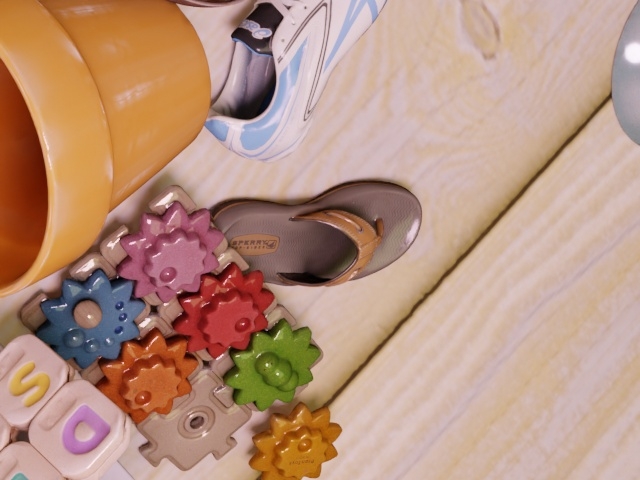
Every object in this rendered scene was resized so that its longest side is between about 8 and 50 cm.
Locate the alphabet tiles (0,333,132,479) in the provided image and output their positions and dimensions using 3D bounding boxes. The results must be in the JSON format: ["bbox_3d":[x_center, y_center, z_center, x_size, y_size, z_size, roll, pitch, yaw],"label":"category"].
[{"bbox_3d":[-0.256,0.194,1.063,0.284,0.278,0.021,-48,138,-10],"label":"alphabet tiles"}]

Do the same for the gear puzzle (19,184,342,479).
[{"bbox_3d":[-0.086,0.115,1.294,0.175,0.044,0.339,-40,131,-1],"label":"gear puzzle"}]

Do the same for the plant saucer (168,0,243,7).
[{"bbox_3d":[-0.110,-0.224,1.091,0.168,0.168,0.029,12,144,-41],"label":"plant saucer"}]

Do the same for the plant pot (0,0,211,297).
[{"bbox_3d":[-0.180,-0.089,1.060,0.188,0.205,0.205,-29,128,-46],"label":"plant pot"}]

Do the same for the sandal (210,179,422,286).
[{"bbox_3d":[0.000,0.000,1.320,0.219,0.060,0.090,-1,111,-38],"label":"sandal"}]

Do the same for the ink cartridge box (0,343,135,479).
[{"bbox_3d":[-0.213,0.185,1.163,0.127,0.176,0.128,-43,130,-11],"label":"ink cartridge box"}]

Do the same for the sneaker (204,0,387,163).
[{"bbox_3d":[-0.013,-0.172,1.213,0.086,0.085,0.237,22,95,-47],"label":"sneaker"}]

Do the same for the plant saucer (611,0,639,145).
[{"bbox_3d":[0.362,-0.174,1.539,0.195,0.037,0.195,-16,119,-32],"label":"plant saucer"}]
